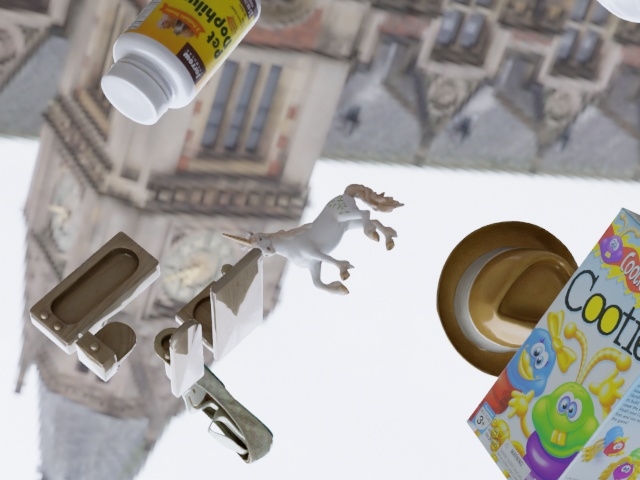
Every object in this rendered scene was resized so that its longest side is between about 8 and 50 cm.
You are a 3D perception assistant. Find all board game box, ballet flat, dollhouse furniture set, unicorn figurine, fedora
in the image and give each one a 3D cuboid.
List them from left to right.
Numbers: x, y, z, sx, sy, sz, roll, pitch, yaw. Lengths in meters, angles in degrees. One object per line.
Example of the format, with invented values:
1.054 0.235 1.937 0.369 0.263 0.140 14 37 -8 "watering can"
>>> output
-0.153 0.042 1.223 0.151 0.123 0.144 38 -116 19 "dollhouse furniture set"
-0.127 0.199 1.686 0.168 0.057 0.052 41 -127 9 "ballet flat"
0.000 0.000 1.419 0.162 0.060 0.111 -36 -123 -26 "unicorn figurine"
0.228 0.064 1.595 0.194 0.194 0.079 10 170 -20 "fedora"
0.296 0.130 1.383 0.144 0.275 0.142 18 -155 -37 "board game box"

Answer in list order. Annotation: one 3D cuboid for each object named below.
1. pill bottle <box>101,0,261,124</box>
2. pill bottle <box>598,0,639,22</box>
-0.175 -0.246 1.751 0.117 0.117 0.215 27 -117 17 "pill bottle"
0.255 -0.279 1.145 0.160 0.160 0.283 -2 -136 -39 "pill bottle"
